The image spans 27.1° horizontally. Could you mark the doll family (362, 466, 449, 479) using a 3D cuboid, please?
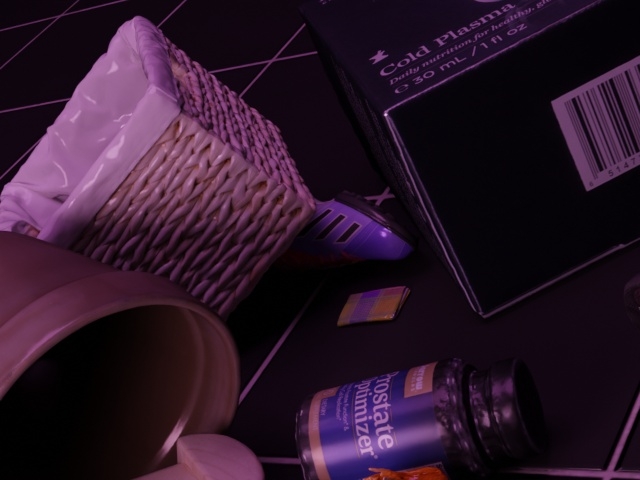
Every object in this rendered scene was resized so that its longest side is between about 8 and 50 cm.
[{"bbox_3d":[0.076,0.276,1.132,0.163,0.118,0.263,-32,27,-8],"label":"doll family"}]

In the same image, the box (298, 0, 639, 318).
[{"bbox_3d":[0.280,-0.218,1.622,0.480,0.297,0.472,-28,25,0],"label":"box"}]

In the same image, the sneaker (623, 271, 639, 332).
[{"bbox_3d":[0.440,0.043,1.247,0.281,0.106,0.162,7,37,33],"label":"sneaker"}]

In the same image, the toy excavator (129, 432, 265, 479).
[{"bbox_3d":[-0.254,0.337,1.172,0.433,0.222,0.445,-2,32,-6],"label":"toy excavator"}]

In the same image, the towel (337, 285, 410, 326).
[{"bbox_3d":[0.064,0.080,1.601,0.083,0.009,0.060,-10,33,31],"label":"towel"}]

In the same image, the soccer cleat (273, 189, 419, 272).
[{"bbox_3d":[0.000,0.000,1.718,0.318,0.108,0.116,14,68,50],"label":"soccer cleat"}]

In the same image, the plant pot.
[{"bbox_3d":[-0.290,0.131,1.382,0.323,0.323,0.280,-37,49,-19],"label":"plant pot"}]

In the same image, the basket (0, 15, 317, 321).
[{"bbox_3d":[-0.216,-0.056,1.693,0.331,0.266,0.328,-51,24,13],"label":"basket"}]

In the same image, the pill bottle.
[{"bbox_3d":[0.097,0.182,1.272,0.219,0.123,0.123,-17,29,20],"label":"pill bottle"}]
